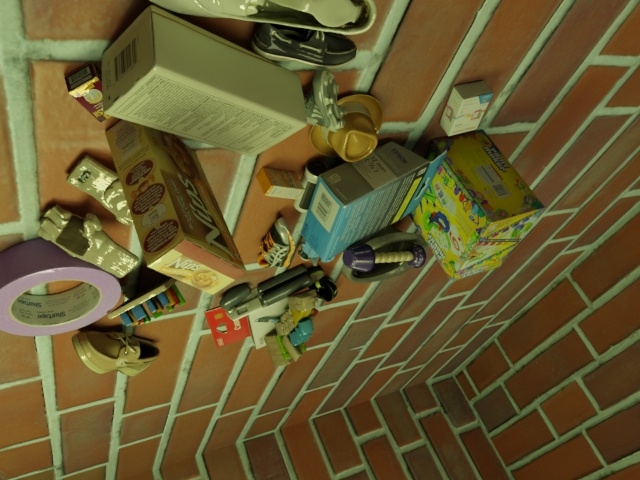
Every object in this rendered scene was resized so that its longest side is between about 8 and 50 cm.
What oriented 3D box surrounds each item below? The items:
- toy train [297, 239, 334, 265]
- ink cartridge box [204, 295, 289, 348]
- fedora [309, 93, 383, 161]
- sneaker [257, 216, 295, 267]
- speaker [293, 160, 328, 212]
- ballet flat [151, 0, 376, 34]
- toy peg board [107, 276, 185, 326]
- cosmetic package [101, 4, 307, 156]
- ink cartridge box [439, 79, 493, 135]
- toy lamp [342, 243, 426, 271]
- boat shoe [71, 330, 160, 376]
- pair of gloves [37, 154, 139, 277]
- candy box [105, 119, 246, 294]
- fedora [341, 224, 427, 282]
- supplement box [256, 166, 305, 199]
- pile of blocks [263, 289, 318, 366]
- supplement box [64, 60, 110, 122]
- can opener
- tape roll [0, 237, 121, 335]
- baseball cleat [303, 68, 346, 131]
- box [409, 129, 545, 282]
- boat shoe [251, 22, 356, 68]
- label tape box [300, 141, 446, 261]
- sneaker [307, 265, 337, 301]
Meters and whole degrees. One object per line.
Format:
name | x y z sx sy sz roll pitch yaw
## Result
toy train | 0.000 0.000 1.588 0.105 0.080 0.184 -1 145 -23
ink cartridge box | -0.229 0.278 1.858 0.261 0.066 0.296 -20 150 -13
fedora | 0.071 -0.236 1.259 0.195 0.079 0.194 -19 149 -12
sneaker | -0.122 0.016 1.509 0.083 0.084 0.214 -11 149 -16
speaker | -0.025 -0.131 1.376 0.055 0.055 0.136 -10 147 -27
ballet flat | -0.076 -0.384 0.846 0.401 0.139 0.139 -4 144 -34
toy peg board | -0.426 0.165 1.425 0.161 0.079 0.160 -28 -173 3
cosmetic package | -0.189 -0.252 0.953 0.160 0.113 0.310 -22 160 38
ink cartridge box | 0.355 -0.322 1.374 0.089 0.052 0.122 -16 150 -18
toy lamp | 0.174 0.045 1.542 0.275 0.080 0.080 0 141 -42
boat shoe | -0.571 0.302 1.586 0.110 0.121 0.341 -31 161 -1
pair of gloves | -0.437 -0.043 1.138 0.204 0.042 0.240 30 118 -24
candy box | -0.264 -0.071 1.017 0.088 0.316 0.183 -34 149 12
fedora | 0.173 0.019 1.699 0.276 0.124 0.243 -9 146 -27
supplement box | -0.093 -0.133 1.311 0.099 0.062 0.036 3 138 -42
pile of blocks | -0.061 0.284 1.790 0.113 0.149 0.362 -18 152 -36
supplement box | -0.373 -0.245 0.930 0.055 0.043 0.083 -29 151 4
can opener | -0.165 0.152 1.696 0.284 0.076 0.095 -25 151 -4
tape roll | -0.601 0.108 1.267 0.275 0.090 0.274 -20 150 -12
baseball cleat | -0.012 -0.269 1.098 0.110 0.072 0.206 13 166 14
box | 0.401 -0.093 1.535 0.177 0.289 0.279 -15 149 -21
boat shoe | -0.018 -0.358 1.001 0.206 0.075 0.065 -4 147 -26
label tape box | 0.134 -0.118 1.437 0.348 0.115 0.249 -30 158 -28
sneaker | 0.007 0.168 1.835 0.084 0.097 0.234 -29 151 6
